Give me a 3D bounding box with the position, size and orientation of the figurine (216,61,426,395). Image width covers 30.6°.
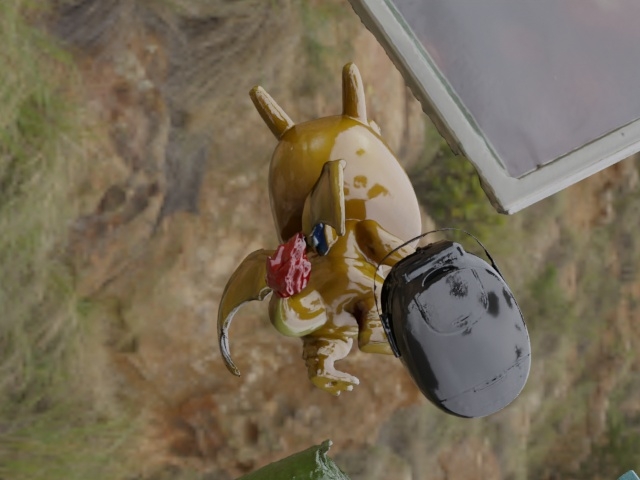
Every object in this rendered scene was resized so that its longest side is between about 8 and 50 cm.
[{"bbox_3d":[0.021,-0.017,1.588,0.401,0.268,0.387,116,-23,-55],"label":"figurine"}]

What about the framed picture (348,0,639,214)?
[{"bbox_3d":[0.120,-0.172,0.743,0.289,0.211,0.020,59,-19,18],"label":"framed picture"}]

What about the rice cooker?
[{"bbox_3d":[0.138,0.088,1.243,0.118,0.142,0.203,-160,-134,-79],"label":"rice cooker"}]

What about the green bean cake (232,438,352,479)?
[{"bbox_3d":[0.008,0.329,0.986,0.250,0.156,0.247,61,4,-52],"label":"green bean cake"}]

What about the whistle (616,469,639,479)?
[{"bbox_3d":[0.377,0.370,1.375,0.274,0.186,0.093,-55,-157,-6],"label":"whistle"}]
